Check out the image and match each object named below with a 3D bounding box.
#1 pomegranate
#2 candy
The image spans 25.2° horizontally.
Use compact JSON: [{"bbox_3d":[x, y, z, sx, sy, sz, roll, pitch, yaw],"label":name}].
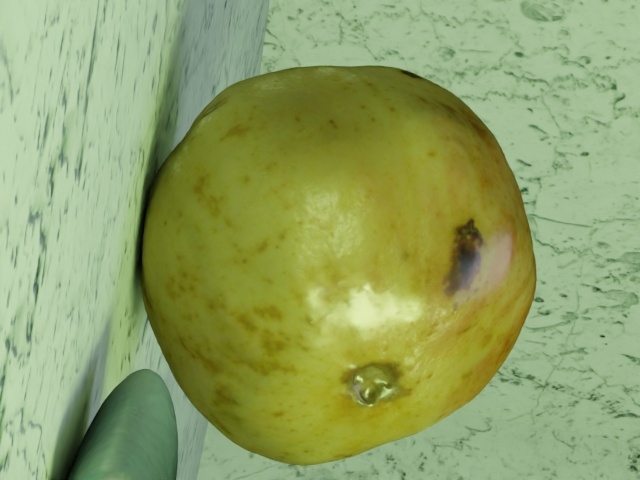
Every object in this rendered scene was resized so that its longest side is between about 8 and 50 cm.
[{"bbox_3d":[0.000,0.000,1.164,0.342,0.342,0.342,-170,-90,-89],"label":"pomegranate"},{"bbox_3d":[-0.133,0.175,0.924,0.174,0.071,0.138,-87,-173,-72],"label":"candy"}]
